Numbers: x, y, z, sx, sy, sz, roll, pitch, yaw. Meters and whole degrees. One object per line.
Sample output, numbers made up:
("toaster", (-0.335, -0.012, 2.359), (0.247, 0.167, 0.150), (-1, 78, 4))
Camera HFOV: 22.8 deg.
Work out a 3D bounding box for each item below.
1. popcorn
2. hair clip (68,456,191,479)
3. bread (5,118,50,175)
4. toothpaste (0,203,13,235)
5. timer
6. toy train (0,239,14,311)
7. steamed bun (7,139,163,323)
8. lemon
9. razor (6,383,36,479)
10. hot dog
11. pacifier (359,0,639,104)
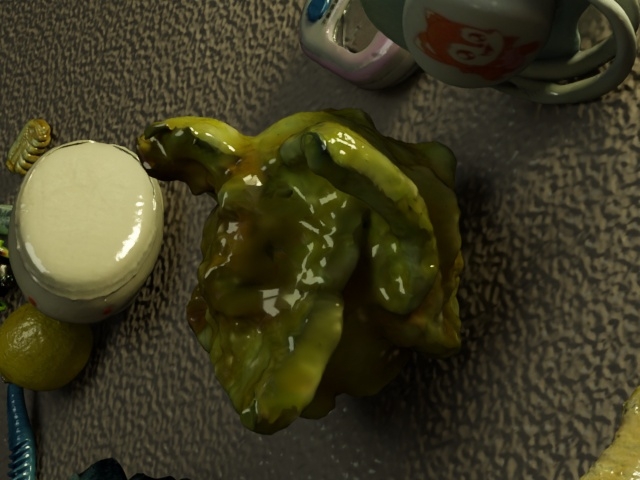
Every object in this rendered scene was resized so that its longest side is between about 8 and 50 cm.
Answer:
("popcorn", (0.008, 0.007, 1.417), (0.321, 0.290, 0.326), (62, 148, 32))
("hair clip", (-0.158, 0.349, 1.514), (0.206, 0.194, 0.310), (-39, 42, 43))
("bread", (-0.400, -0.127, 2.189), (0.088, 0.033, 0.049), (-55, 52, 18))
("toothpaste", (-0.401, -0.025, 2.126), (0.239, 0.039, 0.062), (6, 78, 49))
("timer", (0.070, -0.264, 1.677), (0.208, 0.069, 0.191), (-59, 37, 5))
("toy train", (-0.520, 0.021, 2.144), (0.296, 0.160, 0.100), (13, 86, 52))
("steamed bun", (-0.275, 0.000, 1.861), (0.131, 0.177, 0.228), (108, 168, -56))
("lemon", (-0.332, 0.126, 1.896), (0.133, 0.109, 0.109), (-44, 41, 15))
("razor", (-0.367, 0.205, 1.951), (0.082, 0.042, 0.253), (-32, 48, 34))
("hot dog", (0.252, 0.170, 1.214), (0.078, 0.061, 0.169), (16, 56, 45))
("pacifier", (0.168, -0.264, 1.419), (0.299, 0.244, 0.233), (114, 167, -68))
